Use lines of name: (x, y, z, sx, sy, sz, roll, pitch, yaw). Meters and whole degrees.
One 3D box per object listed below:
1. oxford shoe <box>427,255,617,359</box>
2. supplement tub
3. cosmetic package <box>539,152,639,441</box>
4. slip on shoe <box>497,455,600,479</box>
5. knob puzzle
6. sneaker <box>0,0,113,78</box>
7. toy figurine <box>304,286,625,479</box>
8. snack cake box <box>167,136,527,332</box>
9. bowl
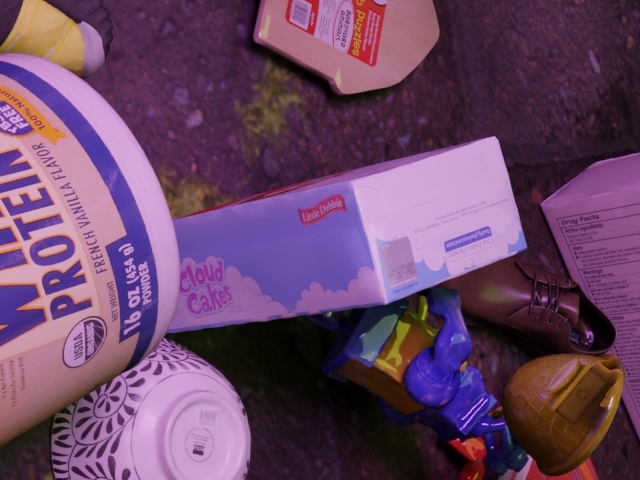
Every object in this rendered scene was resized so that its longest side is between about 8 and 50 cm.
oxford shoe: (0.187, 0.047, 1.419, 0.227, 0.096, 0.083, 25, 69, -34)
supplement tub: (-0.267, 0.038, 0.945, 0.316, 0.228, 0.228, -31, 103, -39)
cosmetic package: (0.356, 0.069, 1.519, 0.113, 0.160, 0.310, -33, 105, -40)
slip on shoe: (0.198, 0.225, 1.334, 0.331, 0.101, 0.123, -52, 160, -60)
knob puzzle: (0.027, -0.214, 1.367, 0.213, 0.030, 0.213, 9, 77, -39)
sneaker: (-0.300, -0.173, 1.015, 0.384, 0.145, 0.147, 23, 92, -47)
toy figurine: (0.064, 0.123, 1.203, 0.217, 0.362, 0.191, 38, 76, 0)
snack cake box: (0.000, 0.000, 1.153, 0.152, 0.264, 0.089, -20, 96, -40)
bowl: (-0.107, 0.152, 1.160, 0.170, 0.080, 0.170, 7, 79, -40)
